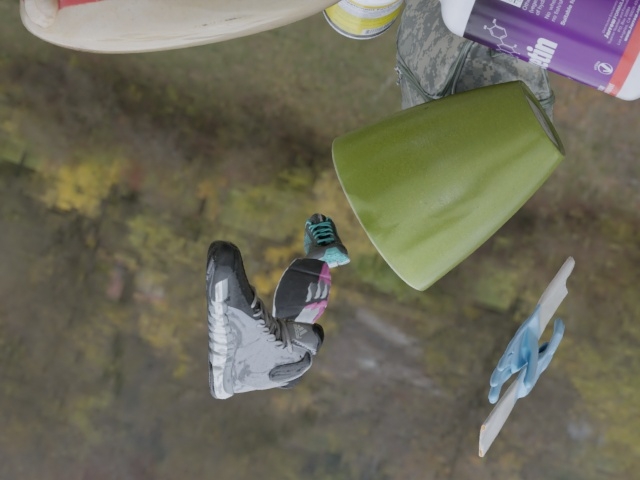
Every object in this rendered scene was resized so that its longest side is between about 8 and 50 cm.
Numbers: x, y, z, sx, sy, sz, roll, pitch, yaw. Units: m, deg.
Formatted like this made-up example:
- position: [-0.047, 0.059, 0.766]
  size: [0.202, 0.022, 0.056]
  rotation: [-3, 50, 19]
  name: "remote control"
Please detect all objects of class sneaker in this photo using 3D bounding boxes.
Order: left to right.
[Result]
- position: [-0.061, 0.084, 1.603]
  size: [0.132, 0.086, 0.228]
  rotation: [-2, 136, -5]
  name: "sneaker"
- position: [-0.042, 0.105, 1.902]
  size: [0.072, 0.178, 0.077]
  rotation: [21, 173, -11]
  name: "sneaker"
- position: [0.000, 0.000, 2.009]
  size: [0.065, 0.076, 0.166]
  rotation: [-12, -176, -8]
  name: "sneaker"

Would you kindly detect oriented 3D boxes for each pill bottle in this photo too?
- position: [0.068, -0.369, 2.007]
  size: [0.119, 0.119, 0.208]
  rotation: [18, 167, -2]
  name: "pill bottle"
- position: [0.274, -0.305, 1.746]
  size: [0.323, 0.181, 0.181]
  rotation: [22, 168, 5]
  name: "pill bottle"

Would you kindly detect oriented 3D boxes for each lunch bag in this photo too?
- position: [0.251, -0.301, 2.402]
  size: [0.212, 0.256, 0.305]
  rotation: [-11, -147, -11]
  name: "lunch bag"

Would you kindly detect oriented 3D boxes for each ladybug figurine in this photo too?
- position: [-0.135, -0.315, 1.542]
  size: [0.305, 0.162, 0.449]
  rotation: [12, -153, 36]
  name: "ladybug figurine"

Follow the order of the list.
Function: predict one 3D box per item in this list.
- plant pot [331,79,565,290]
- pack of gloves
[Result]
- position: [0.213, -0.114, 2.195]
  size: [0.293, 0.275, 0.275]
  rotation: [-31, 148, 16]
  name: "plant pot"
- position: [0.292, 0.165, 1.932]
  size: [0.046, 0.232, 0.195]
  rotation: [25, 146, 23]
  name: "pack of gloves"
